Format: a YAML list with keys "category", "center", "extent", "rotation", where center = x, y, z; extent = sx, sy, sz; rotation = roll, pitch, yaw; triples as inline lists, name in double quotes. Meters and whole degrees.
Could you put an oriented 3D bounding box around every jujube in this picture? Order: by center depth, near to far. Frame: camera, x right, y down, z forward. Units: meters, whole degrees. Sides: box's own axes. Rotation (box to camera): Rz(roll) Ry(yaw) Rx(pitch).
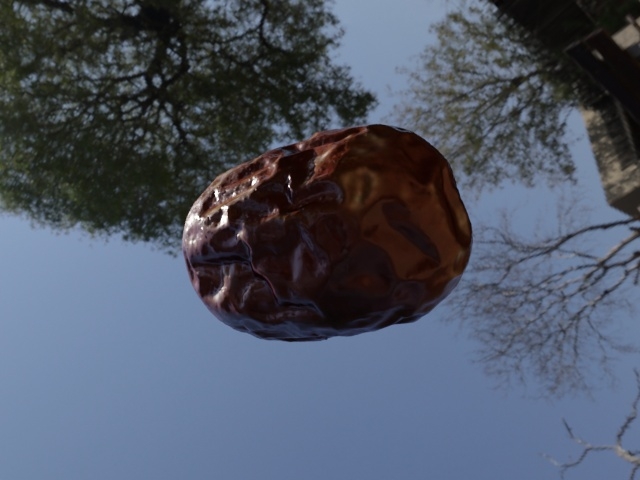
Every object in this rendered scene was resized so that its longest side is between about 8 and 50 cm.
- category: "jujube"
  center: [0.000, 0.000, 0.534]
  extent: [0.174, 0.251, 0.174]
  rotation: [27, -122, -55]
